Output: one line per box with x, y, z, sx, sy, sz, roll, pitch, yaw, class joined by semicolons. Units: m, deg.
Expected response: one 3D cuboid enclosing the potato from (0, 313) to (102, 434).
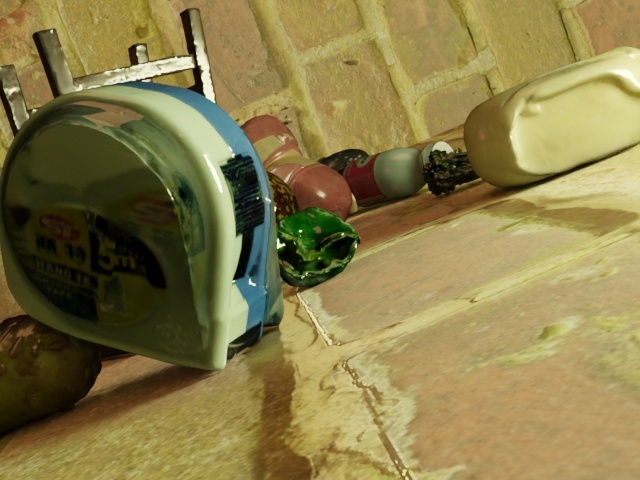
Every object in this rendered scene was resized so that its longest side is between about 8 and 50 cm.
-0.344;0.147;1.061;0.251;0.113;0.149;-19;11;20;potato

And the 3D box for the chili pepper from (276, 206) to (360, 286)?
0.000;-0.003;1.261;0.108;0.062;0.216;1;19;5;chili pepper

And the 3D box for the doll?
-0.065;-0.098;1.722;0.196;0.256;0.152;-26;-37;-31;doll

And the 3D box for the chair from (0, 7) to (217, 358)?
-0.247;-0.074;1.357;0.241;0.416;0.203;-19;3;-39;chair

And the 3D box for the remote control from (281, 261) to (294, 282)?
-0.102;0.056;1.319;0.229;0.044;0.073;-27;30;-15;remote control

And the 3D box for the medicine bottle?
0.139;-0.120;1.779;0.217;0.090;0.090;-13;11;46;medicine bottle

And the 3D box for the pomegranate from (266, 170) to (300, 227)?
-0.144;-0.058;1.525;0.214;0.247;0.214;-17;2;1;pomegranate

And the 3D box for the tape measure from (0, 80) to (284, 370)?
-0.175;-0.019;0.957;0.259;0.262;0.138;11;25;18;tape measure

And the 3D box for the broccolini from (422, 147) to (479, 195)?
0.256;-0.111;1.536;0.203;0.068;0.091;-4;26;22;broccolini

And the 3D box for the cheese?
0.317;-0.162;1.310;0.266;0.127;0.233;-21;6;8;cheese

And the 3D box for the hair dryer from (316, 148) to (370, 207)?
-0.062;-0.037;1.968;0.359;0.120;0.303;-31;12;48;hair dryer
